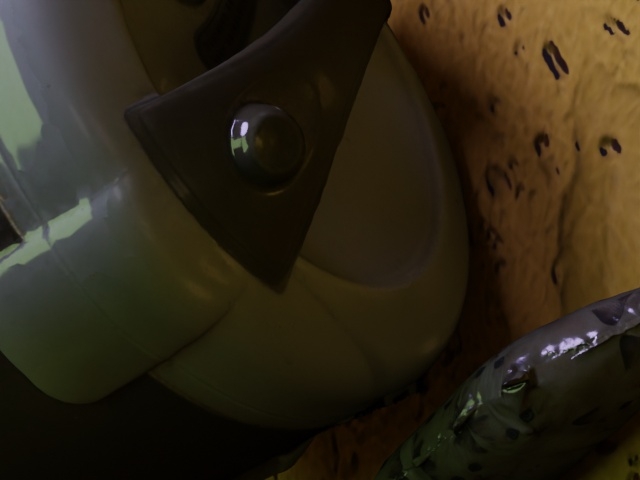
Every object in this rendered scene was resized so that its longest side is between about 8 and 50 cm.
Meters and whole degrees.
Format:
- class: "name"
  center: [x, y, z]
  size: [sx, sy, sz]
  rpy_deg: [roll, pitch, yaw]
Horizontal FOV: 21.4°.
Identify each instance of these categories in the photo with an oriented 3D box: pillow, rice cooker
- class: "pillow"
  center: [0.074, 0.086, 0.727]
  size: [0.241, 0.093, 0.051]
  rpy_deg: [-48, 59, 45]
- class: "rice cooker"
  center: [-0.106, -0.025, 0.804]
  size: [0.325, 0.335, 0.335]
  rpy_deg: [-32, 55, 28]

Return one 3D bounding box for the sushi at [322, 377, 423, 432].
- class: "sushi"
  center: [0.000, 0.000, 0.937]
  size: [0.139, 0.031, 0.201]
  rpy_deg: [-31, 58, 55]
